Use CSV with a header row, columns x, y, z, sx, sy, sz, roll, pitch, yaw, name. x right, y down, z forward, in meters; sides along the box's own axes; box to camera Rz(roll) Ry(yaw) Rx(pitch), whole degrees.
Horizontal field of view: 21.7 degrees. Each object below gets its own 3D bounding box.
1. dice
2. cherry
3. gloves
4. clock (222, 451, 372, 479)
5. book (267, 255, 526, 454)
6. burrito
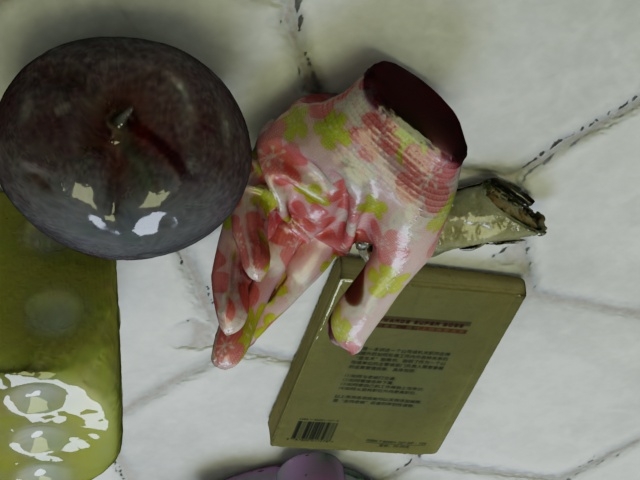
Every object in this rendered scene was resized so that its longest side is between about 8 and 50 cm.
x,y,z,sx,sy,sz,roll,pitch,yaw,name
-0.228,0.078,1.213,0.166,0.169,0.169,-2,139,-5,dice
-0.127,-0.057,1.101,0.176,0.140,0.176,1,163,0,cherry
-0.004,-0.009,1.184,0.145,0.126,0.241,17,132,-41,gloves
-0.044,0.297,1.558,0.248,0.090,0.227,-30,135,22,clock
0.057,0.102,1.393,0.161,0.026,0.231,6,138,-16,book
0.096,-0.013,1.254,0.149,0.041,0.055,-10,142,2,burrito
